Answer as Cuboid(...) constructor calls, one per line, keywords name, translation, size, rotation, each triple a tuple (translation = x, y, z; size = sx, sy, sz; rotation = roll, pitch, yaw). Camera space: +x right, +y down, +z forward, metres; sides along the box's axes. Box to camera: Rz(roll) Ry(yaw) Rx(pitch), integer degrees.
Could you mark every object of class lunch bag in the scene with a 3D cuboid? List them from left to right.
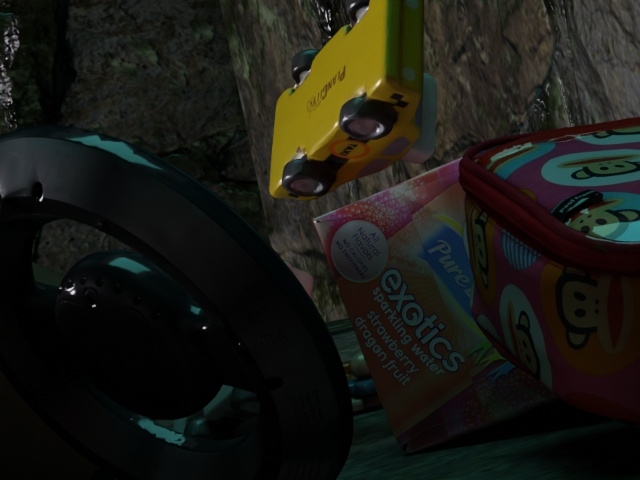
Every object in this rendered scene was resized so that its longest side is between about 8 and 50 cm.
Cuboid(name="lunch bag", translation=(0.223, -0.004, 0.922), size=(0.293, 0.120, 0.258), rotation=(-9, 15, -12))

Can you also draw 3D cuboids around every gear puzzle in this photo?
Cuboid(name="gear puzzle", translation=(-0.005, 0.119, 1.570), size=(0.175, 0.044, 0.339), rotation=(-12, -1, -5))

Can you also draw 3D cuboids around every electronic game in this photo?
Cuboid(name="electronic game", translation=(-0.084, 0.044, 0.871), size=(0.229, 0.229, 0.048), rotation=(-13, 26, 47))

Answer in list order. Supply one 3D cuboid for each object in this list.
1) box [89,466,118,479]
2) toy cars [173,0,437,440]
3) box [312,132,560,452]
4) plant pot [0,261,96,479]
Cuboid(name="box", translation=(-0.280, 0.152, 1.298), size=(0.290, 0.087, 0.169), rotation=(-12, -1, 1))
Cuboid(name="toy cars", translation=(0.000, 0.000, 1.271), size=(0.087, 0.393, 0.176), rotation=(15, 21, -20))
Cuboid(name="box", translation=(0.133, 0.024, 1.178), size=(0.142, 0.154, 0.300), rotation=(-22, -5, 22))
Cuboid(name="plant pot", translation=(-0.251, 0.082, 1.075), size=(0.229, 0.263, 0.263), rotation=(12, -15, -36))
